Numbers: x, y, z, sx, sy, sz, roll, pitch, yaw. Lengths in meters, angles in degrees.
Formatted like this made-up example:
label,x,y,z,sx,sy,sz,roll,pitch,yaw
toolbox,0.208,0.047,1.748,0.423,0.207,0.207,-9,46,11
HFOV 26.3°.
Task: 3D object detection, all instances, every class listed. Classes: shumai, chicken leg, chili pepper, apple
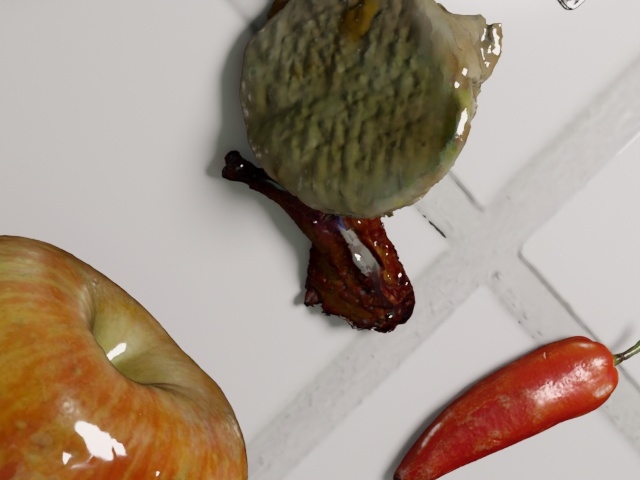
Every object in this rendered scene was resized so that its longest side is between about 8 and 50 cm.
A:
label,x,y,z,sx,sy,sz,roll,pitch,yaw
shumai,0.044,-0.113,1.043,0.120,0.201,0.201,4,111,-61
chicken leg,0.007,-0.002,1.100,0.093,0.053,0.205,-28,110,8
chili pepper,0.179,0.140,1.192,0.272,0.063,0.071,-27,101,-5
apple,-0.221,0.151,0.950,0.302,0.301,0.301,-5,108,-16

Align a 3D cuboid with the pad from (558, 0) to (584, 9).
label,x,y,z,sx,sy,sz,roll,pitch,yaw
pad,0.227,-0.275,1.105,0.157,0.003,0.112,-44,114,0
